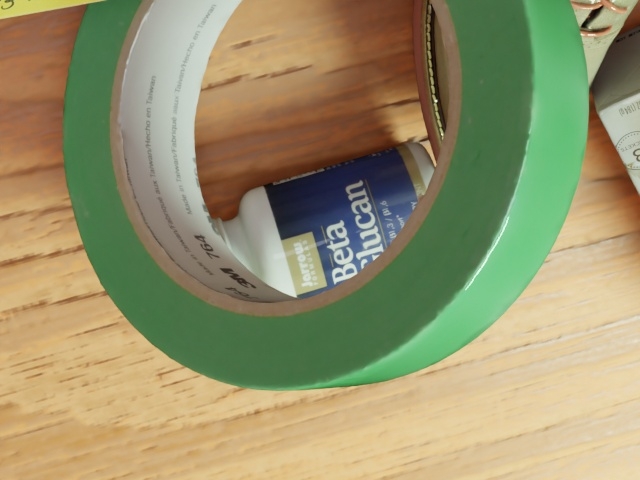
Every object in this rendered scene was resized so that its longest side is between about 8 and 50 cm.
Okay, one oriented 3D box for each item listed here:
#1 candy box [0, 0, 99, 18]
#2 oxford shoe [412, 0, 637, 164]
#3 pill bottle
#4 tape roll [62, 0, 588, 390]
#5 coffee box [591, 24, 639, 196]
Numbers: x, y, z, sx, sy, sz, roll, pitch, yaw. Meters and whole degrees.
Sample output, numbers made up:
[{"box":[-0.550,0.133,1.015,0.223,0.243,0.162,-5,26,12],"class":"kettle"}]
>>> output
[{"box":[-0.179,-0.236,0.713,0.159,0.071,0.233,-11,124,-2],"class":"candy box"},{"box":[0.143,-0.166,0.802,0.123,0.130,0.348,-9,118,-28],"class":"oxford shoe"},{"box":[0.000,0.000,0.914,0.169,0.094,0.094,-17,110,-3],"class":"pill bottle"},{"box":[-0.008,-0.073,0.791,0.321,0.077,0.321,-2,86,32],"class":"tape roll"},{"box":[0.295,-0.040,0.919,0.141,0.098,0.246,-25,117,18],"class":"coffee box"}]
